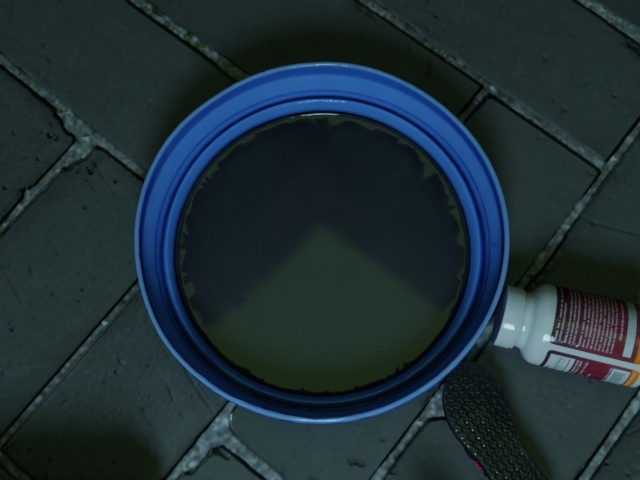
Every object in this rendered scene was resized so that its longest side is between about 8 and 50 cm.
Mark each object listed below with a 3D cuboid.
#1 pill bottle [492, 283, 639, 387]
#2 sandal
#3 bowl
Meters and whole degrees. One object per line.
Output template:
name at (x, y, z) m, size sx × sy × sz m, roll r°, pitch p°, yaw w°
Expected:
pill bottle at (0.259, 0.093, 0.860) m, size 0.152 × 0.086 × 0.086 m, roll 13°, pitch 75°, yaw 5°
sandal at (0.177, 0.210, 0.854) m, size 0.067 × 0.040 × 0.179 m, roll -25°, pitch 75°, yaw -8°
bowl at (0.000, 0.000, 0.900) m, size 0.391 × 0.077 × 0.391 m, roll 0°, pitch 74°, yaw 1°
